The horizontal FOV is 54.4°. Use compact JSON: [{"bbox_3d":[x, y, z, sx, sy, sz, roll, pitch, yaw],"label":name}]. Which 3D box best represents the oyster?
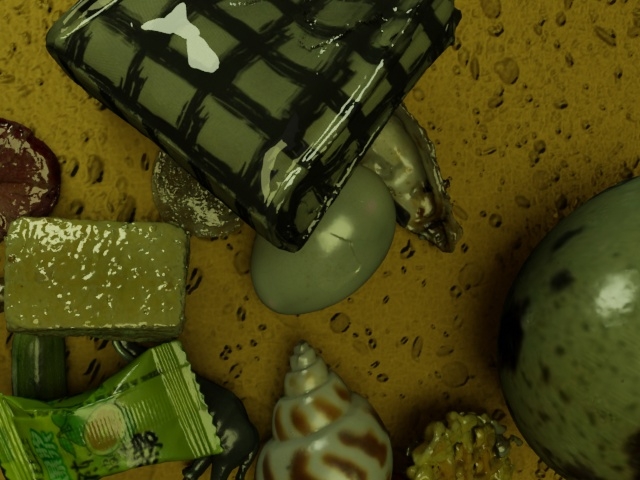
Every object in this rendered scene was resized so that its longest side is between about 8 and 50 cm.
[{"bbox_3d":[0.073,-0.116,0.801,0.128,0.079,0.345,-37,107,15],"label":"oyster"}]

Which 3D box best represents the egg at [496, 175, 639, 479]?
[{"bbox_3d":[0.408,0.107,0.769,0.345,0.345,0.428,27,82,-16],"label":"egg"}]

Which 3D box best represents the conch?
[{"bbox_3d":[-0.001,0.270,0.781,0.182,0.149,0.275,-8,68,3],"label":"conch"}]

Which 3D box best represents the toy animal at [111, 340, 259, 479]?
[{"bbox_3d":[-0.188,0.211,0.776,0.137,0.082,0.269,-45,99,-7],"label":"toy animal"}]

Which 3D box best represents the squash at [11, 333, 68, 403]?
[{"bbox_3d":[-0.333,0.206,0.748,0.066,0.066,0.229,-2,98,-13],"label":"squash"}]

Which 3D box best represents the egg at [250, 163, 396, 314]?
[{"bbox_3d":[0.000,0.000,0.752,0.151,0.151,0.209,37,95,-16],"label":"egg"}]

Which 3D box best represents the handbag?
[{"bbox_3d":[-0.059,-0.209,0.656,0.325,0.162,0.327,37,83,14],"label":"handbag"}]

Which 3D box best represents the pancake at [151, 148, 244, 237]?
[{"bbox_3d":[-0.143,-0.070,0.774,0.139,0.022,0.140,-2,97,-13],"label":"pancake"}]

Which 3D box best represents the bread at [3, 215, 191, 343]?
[{"bbox_3d":[-0.247,0.046,0.705,0.196,0.102,0.138,2,66,-14],"label":"bread"}]

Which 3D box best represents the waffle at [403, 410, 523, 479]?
[{"bbox_3d":[0.176,0.359,0.840,0.280,0.060,0.262,40,73,-41],"label":"waffle"}]

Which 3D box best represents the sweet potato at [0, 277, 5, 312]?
[{"bbox_3d":[-0.461,0.042,0.687,0.346,0.079,0.108,25,79,-19],"label":"sweet potato"}]

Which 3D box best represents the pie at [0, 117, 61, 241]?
[{"bbox_3d":[-0.375,-0.067,0.711,0.153,0.038,0.154,-2,100,-12],"label":"pie"}]

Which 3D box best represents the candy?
[{"bbox_3d":[-0.247,0.208,0.692,0.246,0.069,0.149,-18,97,-5],"label":"candy"}]

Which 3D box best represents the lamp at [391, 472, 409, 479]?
[{"bbox_3d":[0.083,0.366,0.854,0.107,0.092,0.108,-15,136,-15],"label":"lamp"}]
